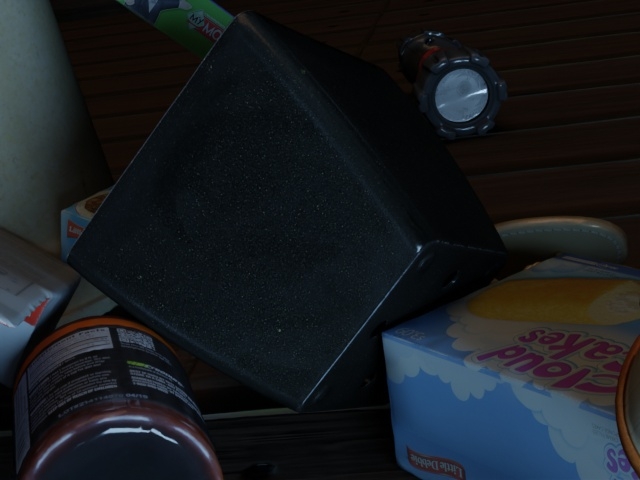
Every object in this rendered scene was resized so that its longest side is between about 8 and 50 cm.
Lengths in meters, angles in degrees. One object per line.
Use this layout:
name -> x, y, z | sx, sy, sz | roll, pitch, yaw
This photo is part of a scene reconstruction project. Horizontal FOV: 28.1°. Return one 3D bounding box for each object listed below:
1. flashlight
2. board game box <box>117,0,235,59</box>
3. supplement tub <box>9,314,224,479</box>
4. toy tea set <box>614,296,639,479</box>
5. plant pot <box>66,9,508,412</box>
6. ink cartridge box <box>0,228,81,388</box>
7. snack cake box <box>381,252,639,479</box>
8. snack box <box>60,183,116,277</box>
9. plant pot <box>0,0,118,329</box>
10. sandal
flashlight -> 0.143, -0.201, 1.531 | 0.103, 0.103, 0.304 | -12, 19, -2
board game box -> -0.123, -0.198, 1.098 | 0.317, 0.046, 0.213 | 31, 5, -42
supplement tub -> -0.117, 0.106, 0.709 | 0.106, 0.106, 0.198 | -12, 18, -10
toy tea set -> 0.207, 0.117, 0.369 | 0.336, 0.124, 0.200 | 8, 64, 38
plant pot -> 0.000, 0.000, 0.775 | 0.167, 0.188, 0.187 | 43, 16, 24
ink cartridge box -> -0.308, -0.007, 0.764 | 0.308, 0.091, 0.385 | 30, -1, -7
snack cake box -> 0.173, 0.089, 0.646 | 0.152, 0.089, 0.264 | -20, 21, -33
snack box -> -0.045, -0.027, 1.080 | 0.187, 0.060, 0.322 | 18, 28, 23
plant pot -> -0.327, -0.095, 1.097 | 0.333, 0.305, 0.334 | -8, 18, 2
sandal -> 0.092, 0.049, 0.874 | 0.240, 0.088, 0.079 | -8, 48, 26
